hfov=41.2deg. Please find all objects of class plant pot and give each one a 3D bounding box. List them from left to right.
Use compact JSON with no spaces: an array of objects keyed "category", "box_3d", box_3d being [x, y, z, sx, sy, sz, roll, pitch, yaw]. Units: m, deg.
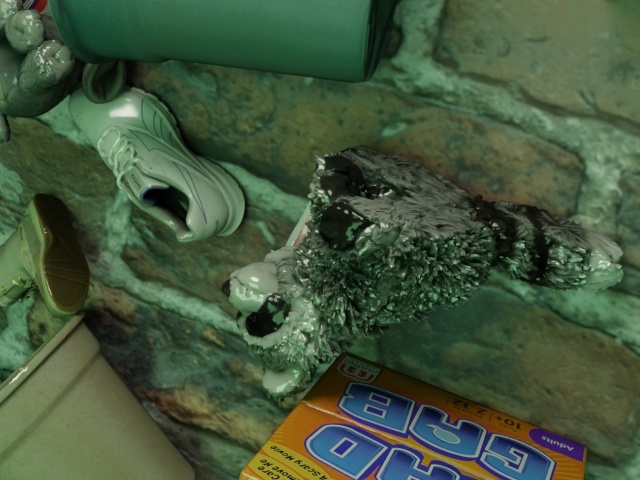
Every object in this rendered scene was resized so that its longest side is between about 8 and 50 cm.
[{"category":"plant pot","box_3d":[-0.364,0.325,1.249,0.333,0.334,0.305,-40,100,24]},{"category":"plant pot","box_3d":[-0.079,-0.335,0.957,0.333,0.341,0.341,14,109,8]}]

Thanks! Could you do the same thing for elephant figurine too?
[{"category":"elephant figurine","box_3d":[-0.321,-0.258,1.119,0.186,0.239,0.170,-17,100,36]}]

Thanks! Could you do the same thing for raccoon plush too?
[{"category":"raccoon plush","box_3d":[0.107,0.088,1.036,0.446,0.216,0.299,21,119,3]}]

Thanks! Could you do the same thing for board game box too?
[{"category":"board game box","box_3d":[0.092,0.416,1.063,0.356,0.356,0.357,20,110,14]}]

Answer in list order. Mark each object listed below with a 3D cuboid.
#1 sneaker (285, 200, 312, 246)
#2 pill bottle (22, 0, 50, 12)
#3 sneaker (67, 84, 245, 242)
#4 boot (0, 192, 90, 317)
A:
[{"category":"sneaker","box_3d":[0.000,0.000,1.150,0.070,0.051,0.134,33,108,15]},{"category":"pill bottle","box_3d":[-0.477,-0.380,1.059,0.181,0.323,0.182,-3,76,11]},{"category":"sneaker","box_3d":[-0.236,-0.112,1.165,0.297,0.129,0.111,40,115,8]},{"category":"boot","box_3d":[-0.429,0.057,1.274,0.165,0.077,0.213,-42,54,26]}]
